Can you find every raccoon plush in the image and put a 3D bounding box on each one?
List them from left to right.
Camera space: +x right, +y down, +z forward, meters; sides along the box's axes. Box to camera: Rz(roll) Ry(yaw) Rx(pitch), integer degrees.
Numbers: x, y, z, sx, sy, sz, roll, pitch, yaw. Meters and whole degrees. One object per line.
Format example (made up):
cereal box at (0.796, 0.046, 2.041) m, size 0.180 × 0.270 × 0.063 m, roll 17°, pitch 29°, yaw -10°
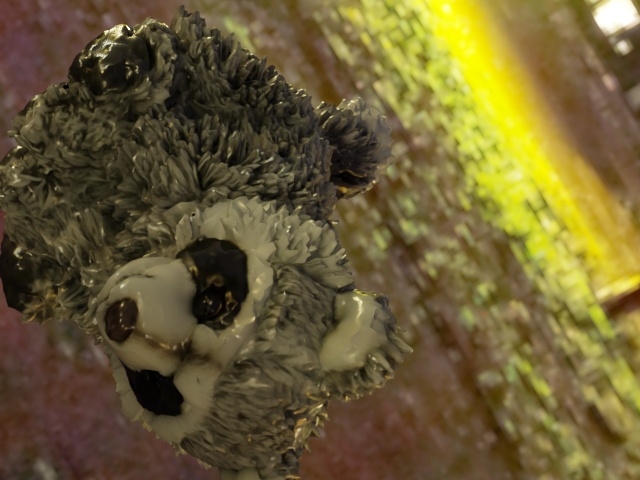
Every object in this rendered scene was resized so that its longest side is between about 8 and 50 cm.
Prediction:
raccoon plush at (0.000, 0.000, 1.056) m, size 0.446 × 0.216 × 0.299 m, roll -21°, pitch 54°, yaw -44°
